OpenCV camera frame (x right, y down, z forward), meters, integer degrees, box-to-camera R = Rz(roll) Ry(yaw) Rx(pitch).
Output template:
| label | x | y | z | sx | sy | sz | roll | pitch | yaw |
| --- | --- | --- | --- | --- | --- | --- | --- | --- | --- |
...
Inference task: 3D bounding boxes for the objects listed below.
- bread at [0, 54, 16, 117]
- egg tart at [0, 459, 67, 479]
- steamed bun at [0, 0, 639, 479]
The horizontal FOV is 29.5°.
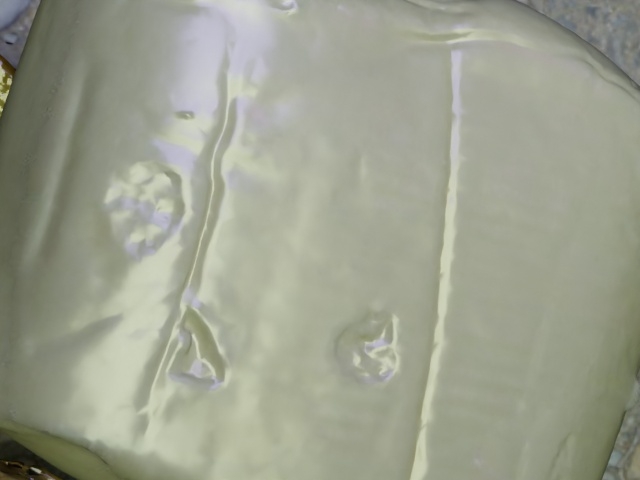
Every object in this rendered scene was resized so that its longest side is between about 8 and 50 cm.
| label | x | y | z | sx | sy | sz | roll | pitch | yaw |
| --- | --- | --- | --- | --- | --- | --- | --- | --- | --- |
| bread | -0.260 | -0.064 | 0.882 | 0.149 | 0.065 | 0.188 | -38 | 105 | 4 |
| egg tart | -0.213 | 0.322 | 0.767 | 0.443 | 0.178 | 0.443 | 3 | 103 | 12 |
| steamed bun | 0.000 | 0.000 | 0.831 | 0.456 | 0.290 | 0.371 | 18 | 86 | -19 |
